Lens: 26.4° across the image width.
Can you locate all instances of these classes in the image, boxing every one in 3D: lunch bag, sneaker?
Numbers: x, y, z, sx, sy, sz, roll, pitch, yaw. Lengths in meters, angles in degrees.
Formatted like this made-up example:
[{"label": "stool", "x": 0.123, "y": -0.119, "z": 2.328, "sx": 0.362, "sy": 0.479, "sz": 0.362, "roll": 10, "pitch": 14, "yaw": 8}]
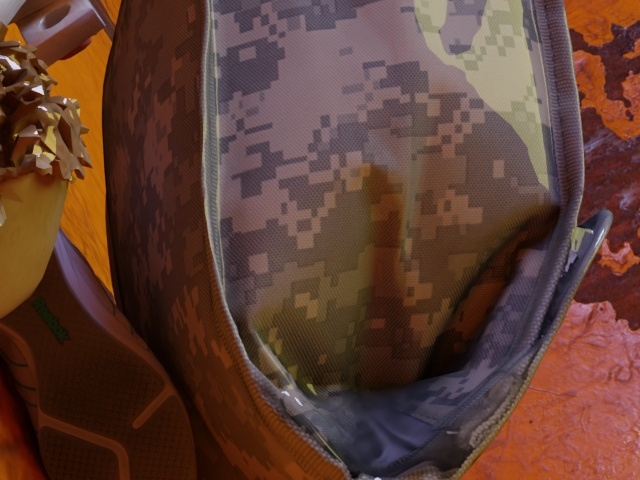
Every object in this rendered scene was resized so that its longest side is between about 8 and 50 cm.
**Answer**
[{"label": "lunch bag", "x": 0.000, "y": 0.000, "z": 0.555, "sx": 0.235, "sy": 0.169, "sz": 0.287, "roll": 121, "pitch": -33, "yaw": -62}, {"label": "sneaker", "x": -0.088, "y": 0.036, "z": 0.487, "sx": 0.152, "sy": 0.054, "sz": 0.061, "roll": 62, "pitch": -1, "yaw": -9}]

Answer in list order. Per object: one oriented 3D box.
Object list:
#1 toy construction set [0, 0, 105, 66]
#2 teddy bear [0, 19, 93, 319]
[{"label": "toy construction set", "x": -0.173, "y": -0.242, "z": 0.604, "sx": 0.215, "sy": 0.151, "sz": 0.327, "roll": 25, "pitch": -38, "yaw": 50}, {"label": "teddy bear", "x": -0.154, "y": -0.116, "z": 0.334, "sx": 0.245, "sy": 0.113, "sz": 0.338, "roll": -84, "pitch": 155, "yaw": -75}]
